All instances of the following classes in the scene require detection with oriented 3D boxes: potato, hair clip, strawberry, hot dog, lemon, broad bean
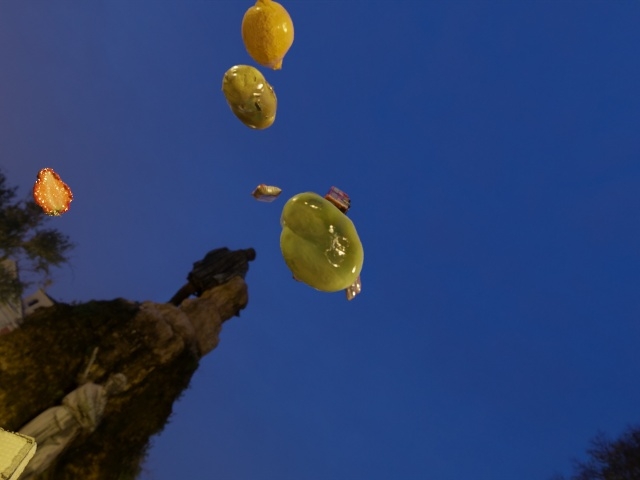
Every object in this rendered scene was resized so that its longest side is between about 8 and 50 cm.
[{"bbox_3d":[-0.242,-0.499,1.479,0.169,0.143,0.248,-22,-37,6],"label":"potato"},{"bbox_3d":[0.049,0.095,1.132,0.090,0.278,0.137,-22,-109,35],"label":"hair clip"},{"bbox_3d":[-0.819,-0.145,1.283,0.048,0.104,0.152,8,-73,48],"label":"strawberry"},{"bbox_3d":[-0.213,-0.188,1.657,0.191,0.108,0.059,178,-85,-72],"label":"hot dog"},{"bbox_3d":[-0.183,-0.715,1.459,0.187,0.187,0.244,21,-41,27],"label":"lemon"},{"bbox_3d":[0.000,0.000,0.876,0.100,0.169,0.227,118,-36,-67],"label":"broad bean"}]

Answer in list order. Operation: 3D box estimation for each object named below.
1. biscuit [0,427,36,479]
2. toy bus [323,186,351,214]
[{"bbox_3d":[-0.572,0.394,0.632,0.150,0.252,0.052,21,-69,-11],"label":"biscuit"},{"bbox_3d":[0.048,-0.119,1.437,0.092,0.409,0.093,34,-79,-3],"label":"toy bus"}]
